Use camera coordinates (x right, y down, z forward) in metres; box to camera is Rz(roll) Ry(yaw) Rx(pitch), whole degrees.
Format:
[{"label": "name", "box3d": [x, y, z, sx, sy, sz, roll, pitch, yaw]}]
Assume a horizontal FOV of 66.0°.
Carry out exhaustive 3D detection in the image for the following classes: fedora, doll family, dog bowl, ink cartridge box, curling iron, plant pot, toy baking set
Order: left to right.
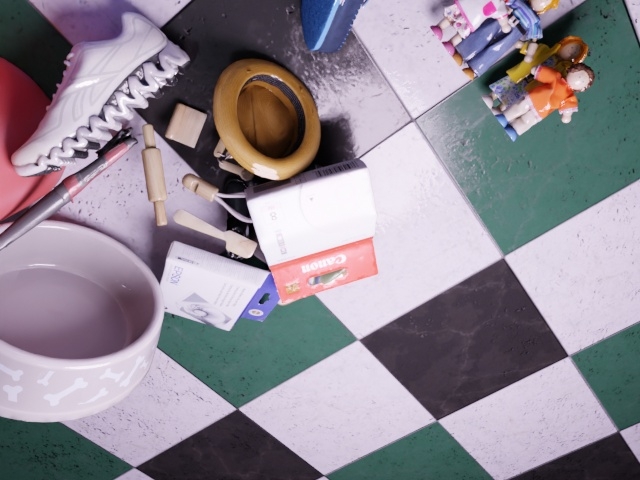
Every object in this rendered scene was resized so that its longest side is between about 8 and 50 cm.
[{"label": "plant pot", "box3d": [-0.548, -0.118, 0.701, 0.275, 0.243, 0.274, -1, 122, -2]}, {"label": "dog bowl", "box3d": [-0.413, 0.103, 0.780, 0.349, 0.348, 0.102, 26, 119, -18]}, {"label": "curling iron", "box3d": [-0.390, -0.080, 0.767, 0.274, 0.068, 0.035, -49, 115, -18]}, {"label": "toy baking set", "box3d": [-0.183, -0.095, 0.790, 0.197, 0.030, 0.256, -4, 91, -4]}, {"label": "ink cartridge box", "box3d": [-0.187, 0.102, 0.920, 0.224, 0.045, 0.223, 18, 145, -14]}, {"label": "fedora", "box3d": [-0.090, -0.178, 0.758, 0.194, 0.194, 0.079, 34, 151, -21]}, {"label": "ink cartridge box", "box3d": [0.000, 0.000, 0.796, 0.189, 0.066, 0.232, -16, 117, -4]}, {"label": "doll family", "box3d": [0.294, -0.291, 0.736, 0.163, 0.118, 0.263, -36, 99, 24]}]

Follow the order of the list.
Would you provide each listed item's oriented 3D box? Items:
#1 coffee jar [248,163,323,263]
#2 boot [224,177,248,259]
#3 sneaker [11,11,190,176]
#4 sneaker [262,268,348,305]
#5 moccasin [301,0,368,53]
[{"label": "coffee jar", "box3d": [-0.046, -0.042, 0.861, 0.184, 0.096, 0.079, -41, 121, 19]}, {"label": "boot", "box3d": [-0.147, -0.036, 0.858, 0.045, 0.099, 0.121, 0, 122, -5]}, {"label": "sneaker", "box3d": [-0.331, -0.207, 0.710, 0.292, 0.110, 0.118, -44, 108, -10]}, {"label": "sneaker", "box3d": [-0.029, 0.053, 0.938, 0.192, 0.064, 0.086, -29, 124, 17]}, {"label": "moccasin", "box3d": [0.070, -0.388, 0.611, 0.117, 0.137, 0.342, -6, 146, -27]}]
